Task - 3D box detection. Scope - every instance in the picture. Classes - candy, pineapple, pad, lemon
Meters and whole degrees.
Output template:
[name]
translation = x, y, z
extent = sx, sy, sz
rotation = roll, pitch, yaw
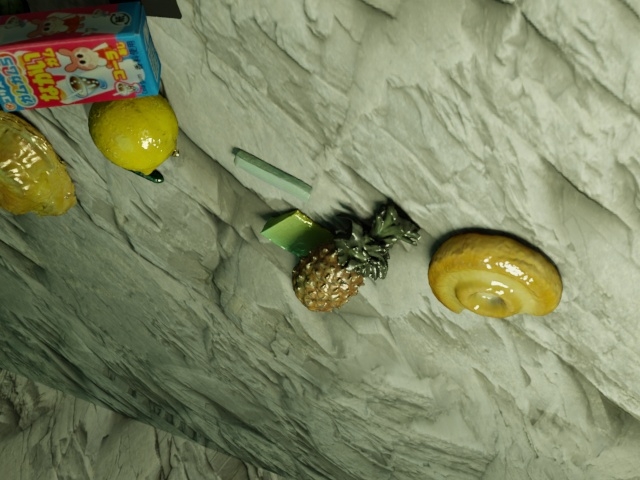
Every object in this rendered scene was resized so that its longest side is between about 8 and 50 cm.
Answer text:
[candy]
translation = -0.465, -0.340, 1.517
extent = 0.305, 0.100, 0.157
rotation = -5, 145, 1
[pineapple]
translation = 0.069, 0.027, 1.719
extent = 0.310, 0.141, 0.170
rotation = -38, 95, 34
[pad]
translation = -0.330, -0.451, 1.468
extent = 0.157, 0.003, 0.112
rotation = 11, 144, 22
[lemon]
translation = -0.381, -0.234, 1.654
extent = 0.173, 0.173, 0.206
rotation = -21, 108, 49

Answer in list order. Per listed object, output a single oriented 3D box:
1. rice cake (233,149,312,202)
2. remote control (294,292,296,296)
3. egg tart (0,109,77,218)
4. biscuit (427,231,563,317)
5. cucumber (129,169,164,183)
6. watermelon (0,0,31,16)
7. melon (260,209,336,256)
[rice cake]
translation = -0.101, -0.133, 1.718
extent = 0.180, 0.030, 0.042
rotation = 28, 142, -1
[remote control]
translation = -0.018, 0.106, 1.957
extent = 0.078, 0.042, 0.221
rotation = 23, 158, 5
[egg tart]
translation = -0.797, -0.192, 2.027
extent = 0.339, 0.153, 0.352
rotation = 22, 146, 12
[biscuit]
translation = 0.335, 0.076, 1.647
extent = 0.274, 0.091, 0.213
rotation = -4, 138, 42
[cucumber]
translation = -0.424, -0.167, 1.900
extent = 0.133, 0.032, 0.032
rotation = 26, 147, 4
[watermelon]
translation = -0.636, -0.451, 1.574
extent = 0.140, 0.140, 0.187
rotation = -11, 94, 44
[melon]
translation = 0.001, 0.001, 1.839
extent = 0.261, 0.053, 0.114
rotation = 26, 129, -5
